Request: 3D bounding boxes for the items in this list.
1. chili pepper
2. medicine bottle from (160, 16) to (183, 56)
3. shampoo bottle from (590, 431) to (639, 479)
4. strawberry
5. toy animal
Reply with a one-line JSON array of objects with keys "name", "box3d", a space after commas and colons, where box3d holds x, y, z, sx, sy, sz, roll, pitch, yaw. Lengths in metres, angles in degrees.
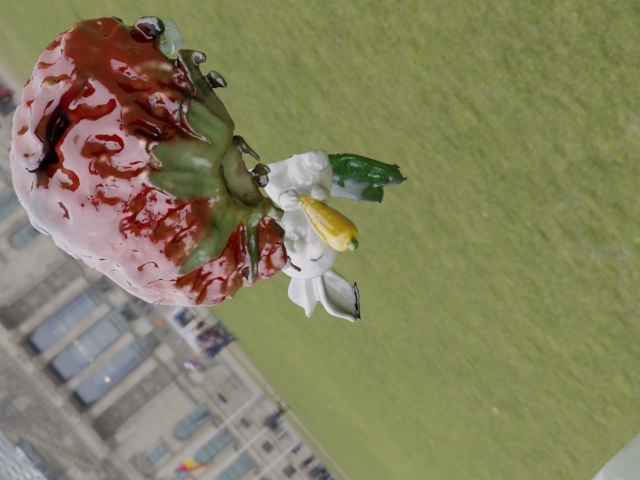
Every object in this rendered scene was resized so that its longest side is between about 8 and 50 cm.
[{"name": "chili pepper", "box3d": [0.044, -0.109, 1.552, 0.061, 0.224, 0.098, -102, 31, -41]}, {"name": "medicine bottle", "box3d": [-0.219, -0.245, 1.114, 0.047, 0.083, 0.047, 47, 154, 31]}, {"name": "shampoo bottle", "box3d": [0.388, 0.313, 0.804, 0.317, 0.322, 0.322, 44, 169, 40]}, {"name": "strawberry", "box3d": [-0.176, -0.053, 0.717, 0.280, 0.150, 0.253, 24, 145, 31]}, {"name": "toy animal", "box3d": [0.000, 0.000, 0.950, 0.127, 0.131, 0.181, 3, -102, -64]}]
